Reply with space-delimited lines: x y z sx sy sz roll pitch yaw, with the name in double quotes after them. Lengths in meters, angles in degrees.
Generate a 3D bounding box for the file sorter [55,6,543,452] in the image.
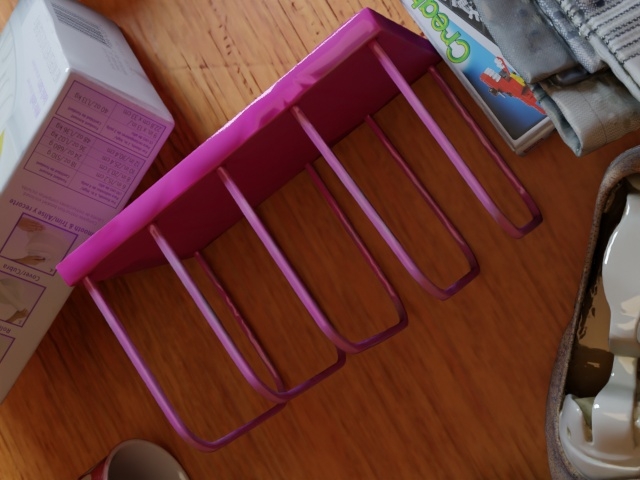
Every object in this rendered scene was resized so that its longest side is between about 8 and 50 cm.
0.000 0.000 0.705 0.290 0.202 0.182 -37 83 18 "file sorter"

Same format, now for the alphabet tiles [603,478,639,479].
0.216 0.310 0.642 0.342 0.011 0.285 -15 79 37 "alphabet tiles"

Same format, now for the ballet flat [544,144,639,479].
0.218 0.085 0.674 0.107 0.106 0.316 5 94 21 "ballet flat"

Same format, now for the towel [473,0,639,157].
0.229 -0.255 0.630 0.324 0.056 0.312 -30 80 -1 "towel"

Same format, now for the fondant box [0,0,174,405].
-0.271 -0.031 0.795 0.330 0.096 0.238 -56 35 14 "fondant box"

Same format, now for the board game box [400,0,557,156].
0.141 -0.243 0.717 0.193 0.053 0.305 -37 80 17 "board game box"

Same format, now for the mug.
-0.219 0.262 0.833 0.169 0.150 0.113 -35 46 23 "mug"
